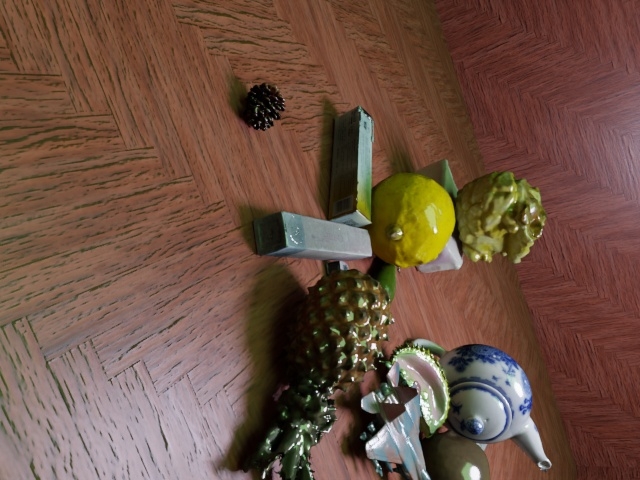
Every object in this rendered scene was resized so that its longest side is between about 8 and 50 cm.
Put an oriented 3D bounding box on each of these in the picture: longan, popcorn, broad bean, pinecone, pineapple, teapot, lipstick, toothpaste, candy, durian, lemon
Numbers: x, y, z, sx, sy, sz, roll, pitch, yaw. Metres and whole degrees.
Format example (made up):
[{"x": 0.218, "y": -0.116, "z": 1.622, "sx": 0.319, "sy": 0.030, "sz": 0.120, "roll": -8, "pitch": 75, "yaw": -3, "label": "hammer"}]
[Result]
[{"x": 0.301, "y": 0.531, "z": 1.067, "sx": 0.189, "sy": 0.189, "sz": 0.189, "roll": 32, "pitch": 51, "yaw": -49, "label": "longan"}, {"x": 0.524, "y": -0.063, "z": 1.350, "sx": 0.293, "sy": 0.237, "sz": 0.292, "roll": 29, "pitch": 53, "yaw": -47, "label": "popcorn"}, {"x": 0.165, "y": 0.112, "z": 1.140, "sx": 0.318, "sy": 0.056, "sz": 0.098, "roll": -43, "pitch": 113, "yaw": -59, "label": "broad bean"}, {"x": -0.102, "y": -0.241, "z": 0.845, "sx": 0.077, "sy": 0.077, "sz": 0.083, "roll": 35, "pitch": 54, "yaw": -48, "label": "pinecone"}, {"x": -0.005, "y": 0.210, "z": 0.739, "sx": 0.175, "sy": 0.175, "sz": 0.361, "roll": 57, "pitch": 50, "yaw": -28, "label": "pineapple"}, {"x": 0.397, "y": 0.400, "z": 1.171, "sx": 0.424, "sy": 0.252, "sz": 0.280, "roll": 39, "pitch": 23, "yaw": 10, "label": "teapot"}, {"x": 0.000, "y": 0.000, "z": 0.906, "sx": 0.317, "sy": 0.068, "sz": 0.066, "roll": 8, "pitch": 69, "yaw": -57, "label": "lipstick"}, {"x": 0.073, "y": -0.175, "z": 1.089, "sx": 0.071, "sy": 0.089, "sz": 0.312, "roll": 31, "pitch": 51, "yaw": -40, "label": "toothpaste"}, {"x": 0.356, "y": -0.077, "z": 1.454, "sx": 0.208, "sy": 0.145, "sz": 0.358, "roll": 58, "pitch": 35, "yaw": -28, "label": "candy"}, {"x": 0.216, "y": 0.331, "z": 1.074, "sx": 0.137, "sy": 0.096, "sz": 0.220, "roll": -35, "pitch": 104, "yaw": -32, "label": "durian"}, {"x": 0.211, "y": -0.052, "z": 1.125, "sx": 0.233, "sy": 0.234, "sz": 0.288, "roll": 71, "pitch": 21, "yaw": -6, "label": "lemon"}]

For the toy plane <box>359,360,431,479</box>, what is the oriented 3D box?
[{"x": 0.168, "y": 0.426, "z": 0.950, "sx": 0.223, "sy": 0.105, "sz": 0.326, "roll": -31, "pitch": 112, "yaw": -47, "label": "toy plane"}]

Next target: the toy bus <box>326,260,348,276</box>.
[{"x": 0.043, "y": 0.108, "z": 0.958, "sx": 0.052, "sy": 0.037, "sz": 0.130, "roll": 16, "pitch": 64, "yaw": -58, "label": "toy bus"}]

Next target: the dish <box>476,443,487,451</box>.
[{"x": 0.461, "y": 0.584, "z": 1.402, "sx": 0.234, "sy": 0.064, "sz": 0.153, "roll": -4, "pitch": 81, "yaw": -58, "label": "dish"}]
